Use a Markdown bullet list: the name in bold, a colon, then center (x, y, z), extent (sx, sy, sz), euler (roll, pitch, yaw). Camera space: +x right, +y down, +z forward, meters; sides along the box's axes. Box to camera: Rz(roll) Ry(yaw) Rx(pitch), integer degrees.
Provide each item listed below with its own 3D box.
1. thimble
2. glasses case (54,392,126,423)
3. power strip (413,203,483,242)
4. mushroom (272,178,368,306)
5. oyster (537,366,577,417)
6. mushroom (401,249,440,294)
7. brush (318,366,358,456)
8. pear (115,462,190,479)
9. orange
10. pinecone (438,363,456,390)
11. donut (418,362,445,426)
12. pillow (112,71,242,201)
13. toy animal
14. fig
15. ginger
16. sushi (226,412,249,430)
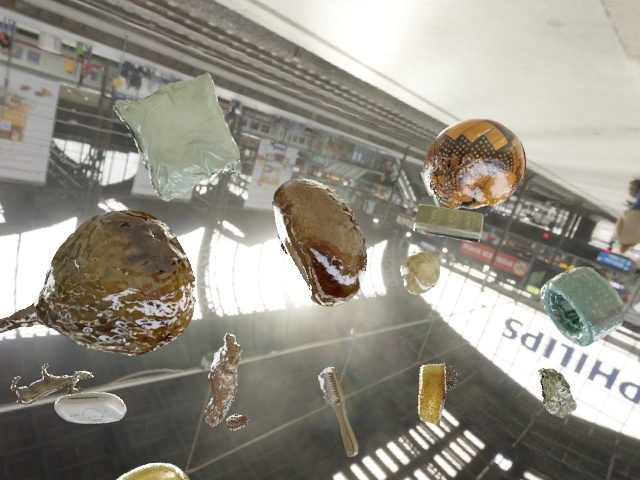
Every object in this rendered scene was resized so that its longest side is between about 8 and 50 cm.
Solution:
- **thimble**: center (0.802, 0.195, 1.307), extent (0.143, 0.235, 0.198), euler (-26, -175, -7)
- **glasses case**: center (-0.581, 0.423, 1.070), extent (0.197, 0.076, 0.049), euler (-8, -152, 16)
- **power strip**: center (0.483, -0.068, 1.618), extent (0.256, 0.070, 0.105), euler (10, -125, 15)
- **mushroom**: center (0.000, 0.000, 0.795), extent (0.153, 0.253, 0.253), euler (-25, -161, -3)
- **oyster**: center (0.612, 0.395, 1.104), extent (0.064, 0.125, 0.177), euler (-12, 160, 43)
- **mushroom**: center (0.316, 0.101, 1.343), extent (0.148, 0.148, 0.112), euler (8, 171, -38)
- **brush**: center (0.059, 0.633, 1.584), extent (0.065, 0.070, 0.328), euler (11, -134, -38)
- **pear**: center (-0.457, 0.753, 1.118), extent (0.314, 0.315, 0.314), euler (17, -168, -4)
- **orange**: center (0.367, -0.183, 1.020), extent (0.234, 0.234, 0.182), euler (15, -127, -12)
- **pinecone**: center (0.349, 0.396, 1.217), extent (0.077, 0.083, 0.077), euler (8, -131, -9)
- **donut**: center (0.272, 0.375, 1.045), extent (0.058, 0.152, 0.152), euler (4, -170, 12)
- **pillow**: center (-0.396, -0.292, 1.219), extent (0.283, 0.310, 0.138), euler (-23, -168, -18)
- **toy animal**: center (-0.908, 0.497, 1.445), extent (0.186, 0.094, 0.214), euler (16, -151, 39)
- **fig**: center (-0.428, 0.115, 0.783), extent (0.368, 0.286, 0.286), euler (-30, -141, -28)
- **ginger**: center (-0.243, 0.365, 1.083), extent (0.084, 0.290, 0.122), euler (-1, -141, -26)
- **sushi**: center (-0.320, 0.698, 1.632), extent (0.118, 0.062, 0.060), euler (-9, 168, 41)
